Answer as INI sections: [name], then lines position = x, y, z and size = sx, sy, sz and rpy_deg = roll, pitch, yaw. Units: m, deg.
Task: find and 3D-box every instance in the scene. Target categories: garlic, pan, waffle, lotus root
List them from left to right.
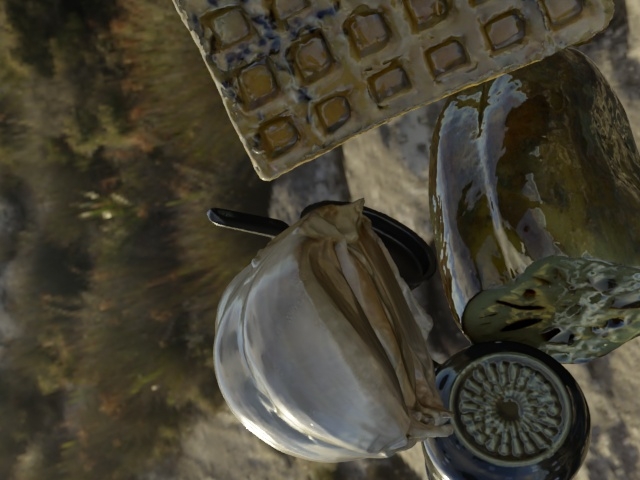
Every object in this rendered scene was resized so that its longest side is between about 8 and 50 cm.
[garlic]
position = -0.002, 0.077, 0.738
size = 0.178, 0.142, 0.229
rpy_deg = 64, -169, 2
[pan]
position = 0.000, 0.000, 0.957
size = 0.028, 0.235, 0.136
rpy_deg = -65, 35, 25
[waffle]
position = 0.058, -0.237, 0.987
size = 0.114, 0.376, 0.261
rpy_deg = -94, -22, -69
[lotus root]
position = 0.242, -0.057, 1.146
size = 0.250, 0.250, 0.346
rpy_deg = 125, 147, -54

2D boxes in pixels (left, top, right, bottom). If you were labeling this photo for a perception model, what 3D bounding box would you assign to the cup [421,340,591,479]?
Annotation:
[cup]
position = 0.165, 0.191, 1.098
size = 0.223, 0.169, 0.176
rpy_deg = 34, 158, 22
